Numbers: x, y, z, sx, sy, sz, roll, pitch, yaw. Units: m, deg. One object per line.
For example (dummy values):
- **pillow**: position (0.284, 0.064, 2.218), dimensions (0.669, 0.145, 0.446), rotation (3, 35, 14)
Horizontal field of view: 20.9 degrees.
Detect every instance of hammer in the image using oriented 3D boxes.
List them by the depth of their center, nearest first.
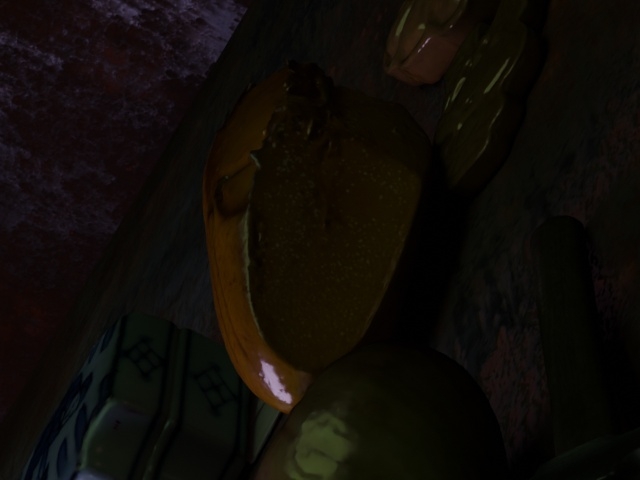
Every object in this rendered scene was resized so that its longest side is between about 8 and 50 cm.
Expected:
- **hammer**: position (0.138, 0.058, 0.932), dimensions (0.111, 0.043, 0.365), rotation (-29, 17, 14)

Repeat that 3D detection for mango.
- **mango**: position (0.000, 0.000, 1.366), dimensions (0.201, 0.199, 0.350), rotation (-16, 44, 17)

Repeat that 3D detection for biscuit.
- **biscuit**: position (0.135, -0.126, 1.414), dimensions (0.144, 0.040, 0.236), rotation (-58, 10, 41)
- **biscuit**: position (0.154, -0.294, 1.640), dimensions (0.351, 0.057, 0.312), rotation (-40, 24, 59)

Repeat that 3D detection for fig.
- **fig**: position (0.046, 0.139, 0.931), dimensions (0.160, 0.143, 0.231), rotation (-54, 11, -5)

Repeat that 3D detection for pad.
- **pad**: position (-0.021, 0.093, 1.615), dimensions (0.232, 0.004, 0.156), rotation (-62, 12, 1)

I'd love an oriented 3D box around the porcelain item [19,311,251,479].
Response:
- **porcelain item**: position (-0.194, 0.232, 1.656), dimensions (0.286, 0.157, 0.281), rotation (-58, 14, 23)
